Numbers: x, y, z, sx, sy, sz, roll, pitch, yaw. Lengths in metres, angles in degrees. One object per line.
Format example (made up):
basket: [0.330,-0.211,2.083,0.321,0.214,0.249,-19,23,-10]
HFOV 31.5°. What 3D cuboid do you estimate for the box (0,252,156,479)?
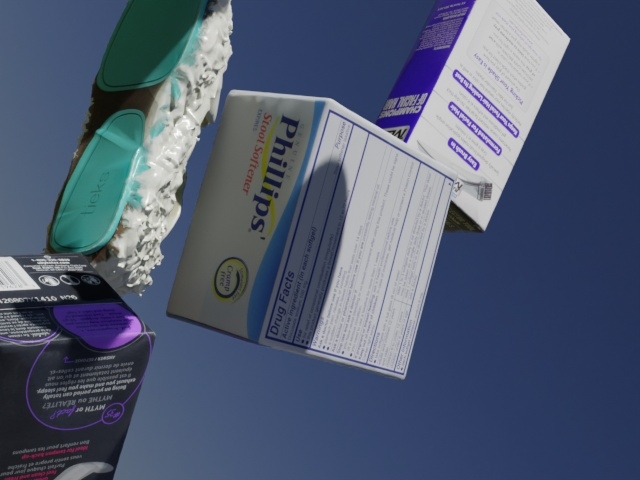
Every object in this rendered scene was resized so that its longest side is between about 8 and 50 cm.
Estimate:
box: [-0.275,0.161,0.984,0.143,0.165,0.270,38,-63,41]

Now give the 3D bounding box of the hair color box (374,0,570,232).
hair color box: [0.205,-0.199,1.594,0.185,0.339,0.110,39,-23,-31]

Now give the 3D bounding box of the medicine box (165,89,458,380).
medicine box: [0.000,0.000,1.294,0.149,0.289,0.264,11,-97,39]

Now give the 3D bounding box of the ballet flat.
ballet flat: [-0.181,-0.123,1.221,0.147,0.409,0.147,15,-22,6]
